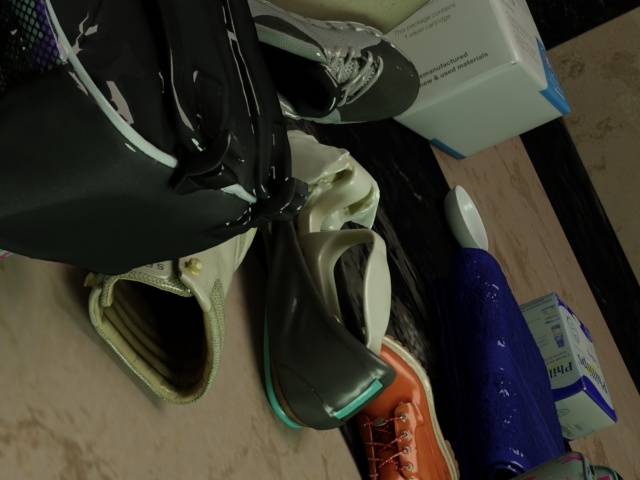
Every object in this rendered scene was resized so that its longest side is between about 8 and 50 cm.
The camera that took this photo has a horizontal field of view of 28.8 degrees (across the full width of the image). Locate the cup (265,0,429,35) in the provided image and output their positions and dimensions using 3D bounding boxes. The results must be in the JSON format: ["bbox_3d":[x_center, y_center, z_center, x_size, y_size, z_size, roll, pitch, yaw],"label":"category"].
[{"bbox_3d":[0.027,-0.319,1.041,0.331,0.236,0.331,-16,90,-78],"label":"cup"}]

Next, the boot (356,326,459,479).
[{"bbox_3d":[0.054,0.143,0.922,0.158,0.059,0.084,64,24,-9],"label":"boot"}]

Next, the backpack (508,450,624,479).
[{"bbox_3d":[0.172,0.261,0.917,0.144,0.165,0.188,53,18,-25],"label":"backpack"}]

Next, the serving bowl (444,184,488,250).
[{"bbox_3d":[0.165,-0.021,1.449,0.083,0.027,0.083,52,23,-32],"label":"serving bowl"}]

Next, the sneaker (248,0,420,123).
[{"bbox_3d":[0.001,-0.115,0.919,0.228,0.086,0.132,13,22,-34],"label":"sneaker"}]

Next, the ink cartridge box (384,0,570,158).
[{"bbox_3d":[0.140,-0.328,1.542,0.285,0.166,0.395,16,53,-66],"label":"ink cartridge box"}]

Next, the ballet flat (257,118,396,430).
[{"bbox_3d":[0.000,0.000,0.885,0.095,0.096,0.280,37,34,-52],"label":"ballet flat"}]

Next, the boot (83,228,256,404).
[{"bbox_3d":[-0.090,-0.035,0.682,0.165,0.077,0.213,-81,160,-54],"label":"boot"}]

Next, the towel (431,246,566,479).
[{"bbox_3d":[0.175,0.177,1.187,0.308,0.076,0.228,-88,155,-53],"label":"towel"}]

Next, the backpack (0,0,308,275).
[{"bbox_3d":[-0.129,-0.116,0.537,0.225,0.191,0.254,20,56,-73],"label":"backpack"}]

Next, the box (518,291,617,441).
[{"bbox_3d":[0.290,0.153,1.503,0.126,0.072,0.137,40,32,-50],"label":"box"}]
